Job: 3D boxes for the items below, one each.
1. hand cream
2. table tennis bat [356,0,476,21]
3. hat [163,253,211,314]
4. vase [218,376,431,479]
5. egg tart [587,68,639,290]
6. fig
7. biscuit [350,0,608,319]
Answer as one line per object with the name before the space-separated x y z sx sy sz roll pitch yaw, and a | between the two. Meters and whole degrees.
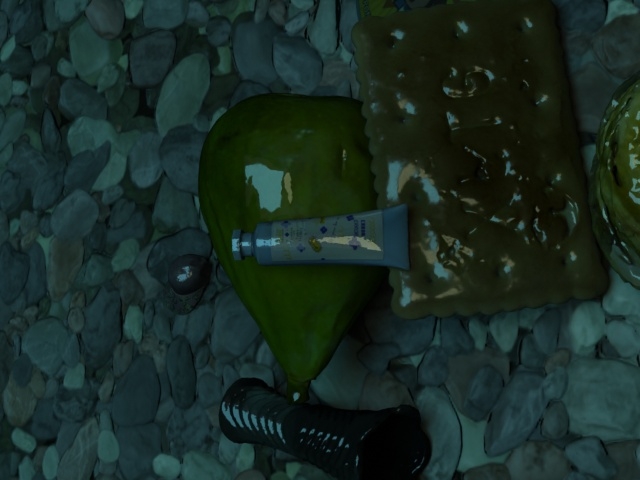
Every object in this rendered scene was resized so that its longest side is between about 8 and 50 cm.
hand cream | 0.000 0.000 1.301 0.170 0.043 0.065 -3 80 12
table tennis bat | 0.155 -0.330 1.452 0.329 0.044 0.215 -51 54 24
hat | -0.173 0.052 1.662 0.087 0.042 0.058 -41 59 29
vase | -0.006 0.209 1.462 0.237 0.115 0.116 10 89 45
egg tart | 0.349 -0.071 1.209 0.279 0.095 0.279 -8 77 40
fig | 0.001 -0.014 1.443 0.233 0.233 0.314 -20 98 36
biscuit | 0.154 -0.086 1.335 0.217 0.044 0.325 -6 74 -2
